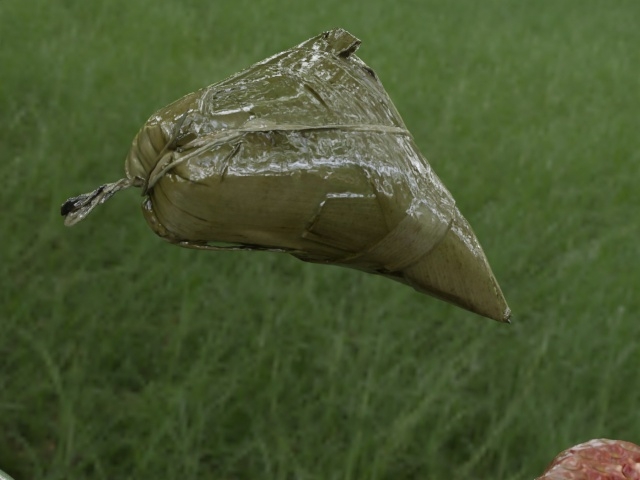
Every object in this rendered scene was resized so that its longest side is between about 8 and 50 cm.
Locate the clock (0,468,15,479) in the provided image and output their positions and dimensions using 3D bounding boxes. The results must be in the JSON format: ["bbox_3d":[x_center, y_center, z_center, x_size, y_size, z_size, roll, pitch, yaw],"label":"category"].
[{"bbox_3d":[-0.204,0.219,0.771,0.199,0.146,0.243,20,33,-43],"label":"clock"}]

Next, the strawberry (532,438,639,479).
[{"bbox_3d":[0.184,0.188,0.960,0.175,0.107,0.236,-24,-29,11],"label":"strawberry"}]

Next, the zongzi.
[{"bbox_3d":[0.000,0.000,0.687,0.178,0.081,0.189,52,38,3],"label":"zongzi"}]
